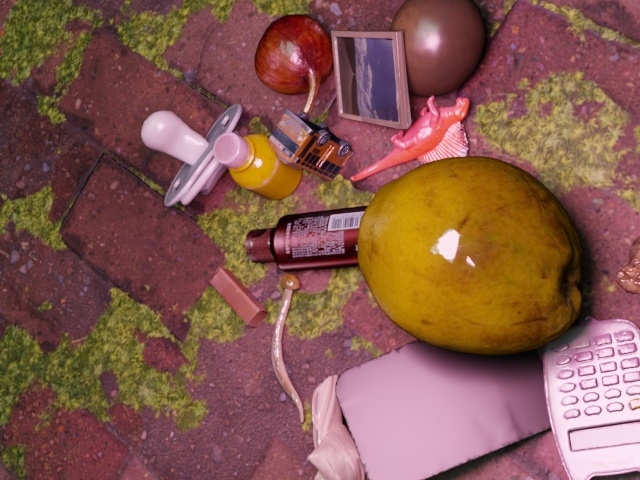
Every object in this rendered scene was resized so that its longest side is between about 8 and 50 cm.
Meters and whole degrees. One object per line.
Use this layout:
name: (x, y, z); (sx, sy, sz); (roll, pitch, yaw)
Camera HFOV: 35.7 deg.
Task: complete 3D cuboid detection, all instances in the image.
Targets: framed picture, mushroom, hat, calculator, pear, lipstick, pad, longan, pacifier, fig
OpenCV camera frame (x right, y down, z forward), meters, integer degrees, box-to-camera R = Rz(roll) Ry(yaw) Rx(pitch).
framed picture: (0.098, -0.325, 1.980); (0.260, 0.023, 0.189); (23, 122, 59)
mushroom: (-0.068, 0.220, 2.048); (0.068, 0.043, 0.306); (-16, 71, 52)
hat: (0.044, 0.384, 1.894); (0.164, 0.219, 0.226); (21, 66, 10)
calculator: (0.490, 0.274, 1.720); (0.194, 0.043, 0.294); (-14, 68, 25)
pear: (0.259, 0.022, 1.743); (0.413, 0.352, 0.352); (17, 87, 26)
lipstick: (-0.176, 0.120, 2.124); (0.045, 0.045, 0.145); (-50, 62, 9)
pad: (0.245, 0.324, 1.824); (0.375, 0.063, 0.315); (-22, 66, 3)
longan: (0.224, -0.387, 1.936); (0.196, 0.196, 0.220); (29, 97, 31)
pacifier: (-0.290, -0.207, 2.162); (0.207, 0.227, 0.279); (36, 99, -14)
fig: (-0.038, -0.371, 2.088); (0.175, 0.175, 0.207); (-49, 49, 11)

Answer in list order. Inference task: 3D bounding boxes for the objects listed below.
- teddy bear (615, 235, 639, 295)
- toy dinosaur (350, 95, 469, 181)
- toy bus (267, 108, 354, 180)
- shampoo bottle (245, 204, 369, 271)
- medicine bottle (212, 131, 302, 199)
teddy bear: (0.655, 0.009, 1.592); (0.222, 0.246, 0.296); (36, 136, 2)
toy dinosaur: (0.203, -0.170, 1.985); (0.286, 0.070, 0.139); (-44, 86, 20)
toy bus: (-0.023, -0.192, 2.032); (0.091, 0.182, 0.103); (43, 103, 29)
shampoo bottle: (0.000, 0.000, 2.033); (0.323, 0.084, 0.129); (-7, 73, 29)
medicine bottle: (-0.137, -0.165, 2.070); (0.122, 0.212, 0.122); (-7, 75, 28)
